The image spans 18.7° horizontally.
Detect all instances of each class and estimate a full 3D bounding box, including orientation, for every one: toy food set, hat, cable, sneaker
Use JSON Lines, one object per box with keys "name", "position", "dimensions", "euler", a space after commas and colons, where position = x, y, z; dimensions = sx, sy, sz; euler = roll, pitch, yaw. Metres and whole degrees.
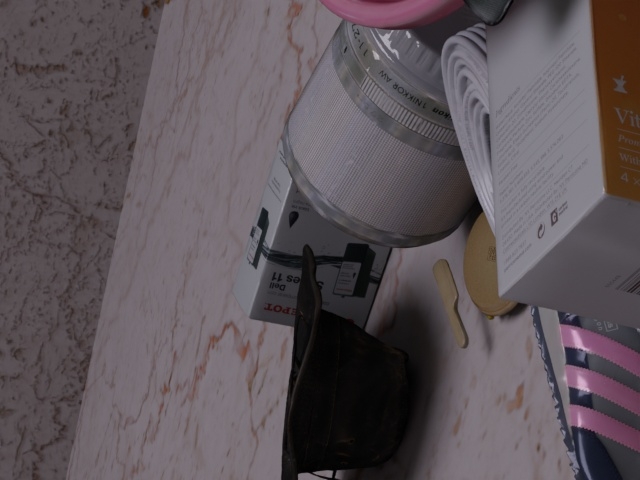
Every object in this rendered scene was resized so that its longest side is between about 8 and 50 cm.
{"name": "toy food set", "position": [0.188, 0.013, 1.966], "dimensions": [0.192, 0.038, 0.132], "euler": [-54, 37, 38]}
{"name": "hat", "position": [0.029, 0.172, 2.158], "dimensions": [0.331, 0.134, 0.331], "euler": [-173, 90, -89]}
{"name": "cable", "position": [0.192, -0.081, 1.761], "dimensions": [0.257, 0.089, 0.257], "euler": [-115, 10, -46]}
{"name": "sneaker", "position": [0.264, 0.127, 1.576], "dimensions": [0.131, 0.112, 0.319], "euler": [-24, 64, 21]}

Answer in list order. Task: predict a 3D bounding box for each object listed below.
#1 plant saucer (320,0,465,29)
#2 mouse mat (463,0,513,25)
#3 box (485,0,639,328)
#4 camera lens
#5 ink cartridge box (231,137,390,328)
{"name": "plant saucer", "position": [0.091, -0.336, 1.602], "dimensions": [0.332, 0.084, 0.332], "euler": [-6, 82, 51]}
{"name": "mouse mat", "position": [0.119, -0.273, 1.489], "dimensions": [0.190, 0.007, 0.153], "euler": [54, 127, 40]}
{"name": "box", "position": [0.264, -0.118, 1.548], "dimensions": [0.168, 0.215, 0.345], "euler": [130, 146, -52]}
{"name": "camera lens", "position": [0.100, -0.144, 2.019], "dimensions": [0.274, 0.219, 0.219], "euler": [121, 153, -43]}
{"name": "ink cartridge box", "position": [0.000, 0.000, 2.317], "dimensions": [0.087, 0.153, 0.208], "euler": [-124, 48, -63]}
